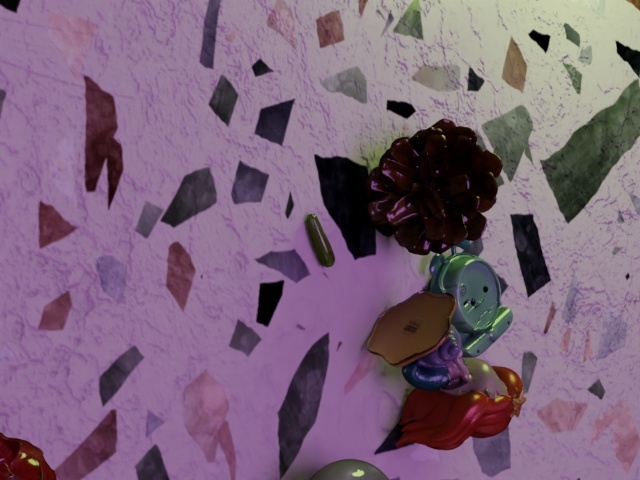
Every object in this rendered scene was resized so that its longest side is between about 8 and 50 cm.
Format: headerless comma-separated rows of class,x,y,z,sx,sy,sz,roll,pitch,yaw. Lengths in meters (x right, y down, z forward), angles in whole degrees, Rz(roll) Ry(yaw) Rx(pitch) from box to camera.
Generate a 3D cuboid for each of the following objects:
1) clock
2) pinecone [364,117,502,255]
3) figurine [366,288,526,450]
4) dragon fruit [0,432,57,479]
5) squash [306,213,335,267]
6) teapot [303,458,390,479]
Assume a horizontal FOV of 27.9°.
clock,0.244,0.093,2.160,0.148,0.060,0.188,-38,113,-39
pinecone,0.181,-0.080,2.017,0.229,0.201,0.202,-34,86,-10
figurine,0.198,0.228,2.033,0.257,0.181,0.208,51,35,-25
dragon fruit,-0.369,0.288,1.493,0.136,0.133,0.166,-41,129,12
squash,-0.001,0.001,1.946,0.027,0.027,0.089,-39,112,-39
teapot,0.012,0.472,1.841,0.220,0.149,0.318,41,59,-43
